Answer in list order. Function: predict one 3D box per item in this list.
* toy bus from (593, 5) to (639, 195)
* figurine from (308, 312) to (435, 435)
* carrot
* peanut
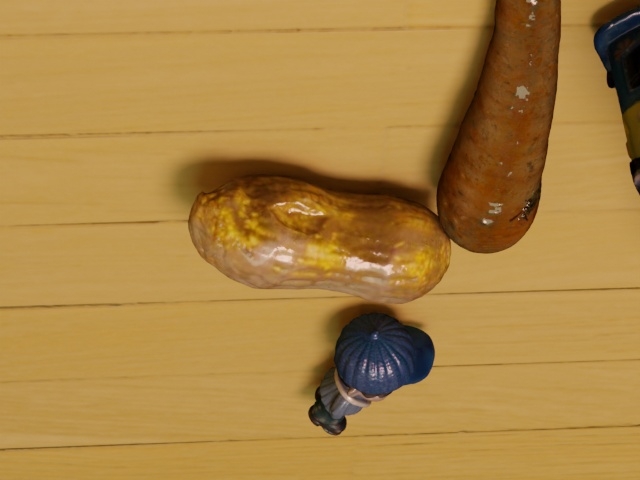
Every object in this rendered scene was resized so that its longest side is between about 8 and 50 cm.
[{"bbox_3d":[0.309,-0.035,1.358,0.138,0.175,0.288,-19,138,16],"label":"toy bus"},{"bbox_3d":[0.030,0.106,1.588,0.079,0.077,0.136,37,139,-17],"label":"figurine"},{"bbox_3d":[0.134,-0.108,1.340,0.078,0.078,0.298,0,136,-7],"label":"carrot"},{"bbox_3d":[0.000,0.000,1.433,0.206,0.087,0.087,9,138,-19],"label":"peanut"}]
